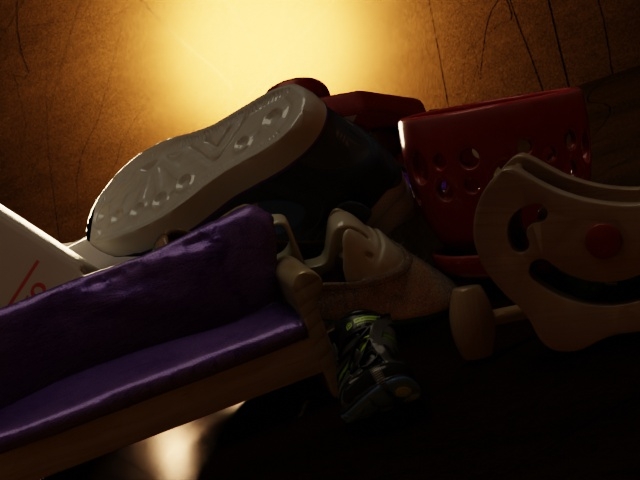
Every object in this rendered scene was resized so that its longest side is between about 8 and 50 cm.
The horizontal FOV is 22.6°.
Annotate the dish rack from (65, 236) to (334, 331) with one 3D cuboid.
[{"bbox_3d":[-0.159,0.049,1.722,0.332,0.072,0.285,13,20,22],"label":"dish rack"}]

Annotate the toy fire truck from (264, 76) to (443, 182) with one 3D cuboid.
[{"bbox_3d":[0.057,-0.111,2.216,0.253,0.169,0.302,-11,-31,-9],"label":"toy fire truck"}]

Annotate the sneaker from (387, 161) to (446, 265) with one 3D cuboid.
[{"bbox_3d":[0.081,-0.052,1.813,0.293,0.102,0.146,2,38,10],"label":"sneaker"}]

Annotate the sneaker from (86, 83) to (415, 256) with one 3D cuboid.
[{"bbox_3d":[-0.059,-0.017,1.678,0.322,0.236,0.130,-27,41,29],"label":"sneaker"}]

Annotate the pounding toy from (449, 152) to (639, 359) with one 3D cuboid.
[{"bbox_3d":[0.217,-0.008,1.295,0.269,0.154,0.155,-17,7,19],"label":"pounding toy"}]

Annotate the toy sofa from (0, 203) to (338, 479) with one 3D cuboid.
[{"bbox_3d":[-0.172,0.106,1.422,0.362,0.177,0.150,-20,8,-6],"label":"toy sofa"}]

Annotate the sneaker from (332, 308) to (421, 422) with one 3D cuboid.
[{"bbox_3d":[0.036,0.098,1.299,0.067,0.078,0.188,-20,7,0],"label":"sneaker"}]

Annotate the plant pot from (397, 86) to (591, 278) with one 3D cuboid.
[{"bbox_3d":[0.184,-0.058,1.626,0.191,0.174,0.191,-9,8,1],"label":"plant pot"}]

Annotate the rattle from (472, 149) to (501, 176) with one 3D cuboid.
[{"bbox_3d":[0.137,-0.027,1.942,0.199,0.130,0.143,-36,6,-8],"label":"rattle"}]

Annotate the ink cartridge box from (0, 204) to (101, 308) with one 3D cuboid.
[{"bbox_3d":[-0.357,0.061,1.571,0.207,0.353,0.119,-57,-7,-2],"label":"ink cartridge box"}]

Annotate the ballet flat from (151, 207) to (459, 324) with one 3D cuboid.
[{"bbox_3d":[-0.014,0.025,1.551,0.315,0.106,0.107,-3,28,-11],"label":"ballet flat"}]

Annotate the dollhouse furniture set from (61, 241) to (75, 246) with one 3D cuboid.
[{"bbox_3d":[-0.235,0.155,1.816,0.303,0.174,0.355,-10,30,-31],"label":"dollhouse furniture set"}]
